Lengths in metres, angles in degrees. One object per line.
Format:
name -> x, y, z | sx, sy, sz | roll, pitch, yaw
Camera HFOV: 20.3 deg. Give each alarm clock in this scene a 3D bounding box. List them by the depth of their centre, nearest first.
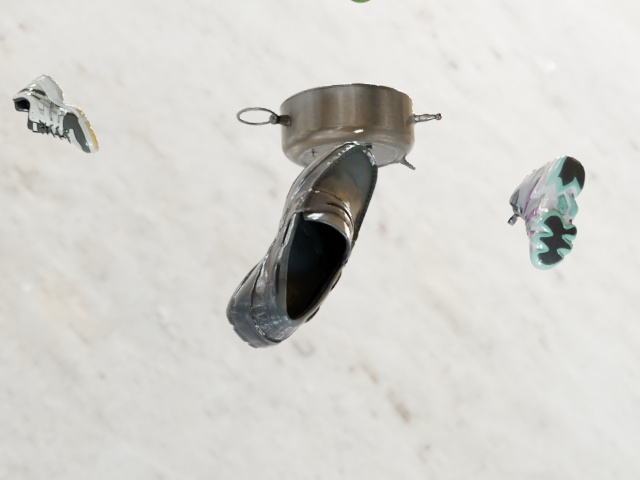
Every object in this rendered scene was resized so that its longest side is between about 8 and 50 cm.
alarm clock -> 0.008, -0.106, 1.713 | 0.192, 0.129, 0.064 | 8, 73, -25

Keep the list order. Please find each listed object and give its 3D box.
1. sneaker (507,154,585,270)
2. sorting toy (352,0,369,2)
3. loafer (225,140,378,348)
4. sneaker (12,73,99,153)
sneaker -> 0.165, -0.016, 1.377 | 0.038, 0.069, 0.098 | 35, 60, -25
sorting toy -> 0.054, -0.286, 1.832 | 0.061, 0.102, 0.042 | -11, 30, -35
loafer -> 0.000, 0.000, 1.514 | 0.076, 0.078, 0.223 | 48, 52, -23
sneaker -> -0.191, -0.084, 1.289 | 0.083, 0.037, 0.032 | 44, -24, 34
